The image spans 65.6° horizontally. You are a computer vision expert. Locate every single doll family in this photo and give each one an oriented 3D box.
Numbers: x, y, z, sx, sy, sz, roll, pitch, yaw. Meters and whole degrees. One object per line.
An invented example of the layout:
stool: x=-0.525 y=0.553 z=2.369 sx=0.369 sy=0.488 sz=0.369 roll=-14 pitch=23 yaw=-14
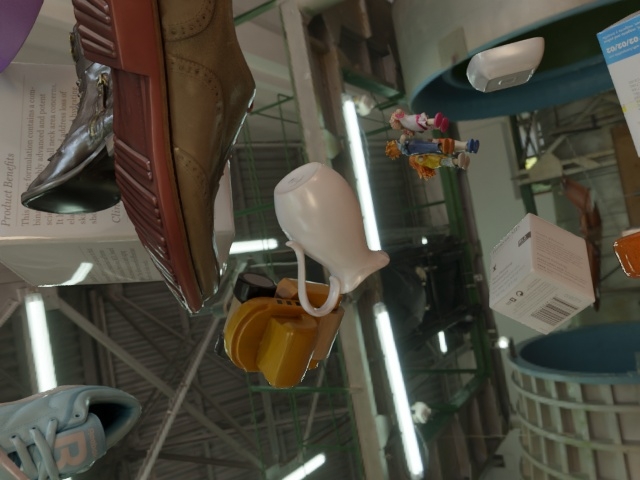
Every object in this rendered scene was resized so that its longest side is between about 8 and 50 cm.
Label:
doll family: x=0.249 y=-0.215 z=1.188 sx=0.262 sy=0.163 sz=0.119 roll=17 pitch=-95 yaw=-47

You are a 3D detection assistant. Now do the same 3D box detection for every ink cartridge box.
ink cartridge box: x=0.380 y=-0.163 z=0.544 sx=0.104 sy=0.061 sz=0.182 roll=-32 pitch=-78 yaw=-33

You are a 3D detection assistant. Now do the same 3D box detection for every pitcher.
pitcher: x=0.000 y=0.000 z=0.783 sx=0.178 sy=0.125 sz=0.207 roll=-48 pitch=-61 yaw=-27

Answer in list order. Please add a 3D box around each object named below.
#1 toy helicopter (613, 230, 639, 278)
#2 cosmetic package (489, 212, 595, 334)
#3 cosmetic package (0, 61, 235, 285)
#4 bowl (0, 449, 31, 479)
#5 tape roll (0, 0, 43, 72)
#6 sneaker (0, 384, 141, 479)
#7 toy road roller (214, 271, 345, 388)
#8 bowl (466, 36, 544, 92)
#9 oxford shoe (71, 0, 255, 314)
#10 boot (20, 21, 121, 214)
toy helicopter: x=0.386 y=0.000 z=0.277 sx=0.235 sy=0.354 sz=0.140 roll=94 pitch=159 yaw=-78
cosmetic package: x=0.480 y=0.073 z=1.097 sx=0.151 sy=0.151 sz=0.184 roll=25 pitch=-135 yaw=-5
cosmetic package: x=-0.385 y=-0.109 z=0.974 sx=0.393 sy=0.327 sz=0.330 roll=-2 pitch=-106 yaw=-15
bowl: x=-0.235 y=0.242 z=0.303 sx=0.163 sy=0.311 sz=0.312 roll=-44 pitch=-63 yaw=-41
tape roll: x=-0.498 y=-0.385 z=0.729 sx=0.090 sy=0.274 sz=0.275 roll=19 pitch=-115 yaw=-52
sneaker: x=-0.380 y=0.273 z=0.668 sx=0.366 sy=0.150 sz=0.135 roll=-25 pitch=-74 yaw=-77
toy road roller: x=-0.063 y=0.220 z=1.142 sx=0.329 sy=0.240 sz=0.203 roll=12 pitch=-77 yaw=-37
bowl: x=0.373 y=-0.346 z=1.004 sx=0.142 sy=0.142 sz=0.053 roll=5 pitch=-105 yaw=-79
oxford shoe: x=-0.104 y=-0.086 z=0.424 sx=0.130 sy=0.123 sz=0.349 roll=-23 pitch=-47 yaw=-32
boot: x=-0.284 y=-0.174 z=0.632 sx=0.091 sy=0.262 sz=0.229 roll=23 pitch=-136 yaw=-63
